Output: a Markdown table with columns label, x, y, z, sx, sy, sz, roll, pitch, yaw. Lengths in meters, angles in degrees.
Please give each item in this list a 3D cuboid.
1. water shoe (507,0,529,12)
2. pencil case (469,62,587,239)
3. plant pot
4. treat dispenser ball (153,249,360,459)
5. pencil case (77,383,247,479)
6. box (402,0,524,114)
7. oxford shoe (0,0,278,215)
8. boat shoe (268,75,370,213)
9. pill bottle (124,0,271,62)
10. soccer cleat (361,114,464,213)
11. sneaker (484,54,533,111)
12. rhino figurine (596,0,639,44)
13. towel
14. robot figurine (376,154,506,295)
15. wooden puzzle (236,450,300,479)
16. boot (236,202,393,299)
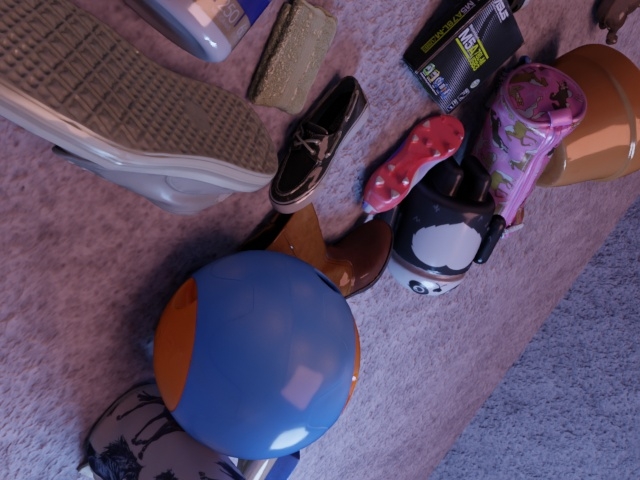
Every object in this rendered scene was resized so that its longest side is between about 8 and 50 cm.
| label | x | y | z | sx | sy | sz | roll | pitch | yaw |
| --- | --- | --- | --- | --- | --- | --- | --- | --- | --- |
| water shoe | 0.324 | -0.457 | 1.311 | 0.080 | 0.073 | 0.203 | -35 | 146 | -28 |
| pencil case | 0.373 | -0.160 | 1.546 | 0.160 | 0.167 | 0.386 | -43 | 160 | -30 |
| plant pot | 0.514 | -0.236 | 1.658 | 0.203 | 0.291 | 0.291 | -24 | 142 | -18 |
| treat dispenser ball | -0.087 | 0.158 | 1.116 | 0.288 | 0.288 | 0.288 | -37 | 147 | -29 |
| pencil case | -0.174 | 0.391 | 1.109 | 0.183 | 0.410 | 0.160 | -52 | 141 | 3 |
| box | 0.242 | -0.316 | 1.327 | 0.184 | 0.045 | 0.191 | -41 | 154 | 10 |
| oxford shoe | -0.209 | -0.117 | 0.798 | 0.130 | 0.169 | 0.449 | -25 | 160 | 23 |
| boat shoe | -0.010 | -0.141 | 1.145 | 0.219 | 0.078 | 0.070 | -57 | 154 | -13 |
| pill bottle | -0.076 | -0.316 | 0.764 | 0.264 | 0.153 | 0.153 | -53 | 152 | -4 |
| soccer cleat | 0.162 | -0.138 | 1.422 | 0.248 | 0.083 | 0.095 | -45 | 180 | -28 |
| sneaker | 0.366 | -0.310 | 1.569 | 0.135 | 0.052 | 0.058 | -47 | 131 | -2 |
| rhino figurine | 0.688 | -0.559 | 1.760 | 0.243 | 0.073 | 0.106 | -55 | 155 | -2 |
| towel | -0.034 | -0.238 | 1.047 | 0.110 | 0.027 | 0.148 | 2 | 119 | -57 |
| robot figurine | 0.227 | -0.026 | 1.517 | 0.173 | 0.209 | 0.278 | -34 | 148 | -57 |
| wooden puzzle | -0.052 | 0.319 | 1.423 | 0.322 | 0.080 | 0.348 | -58 | -178 | 7 |
| boot | 0.000 | 0.000 | 1.331 | 0.264 | 0.096 | 0.280 | -41 | 142 | -10 |
